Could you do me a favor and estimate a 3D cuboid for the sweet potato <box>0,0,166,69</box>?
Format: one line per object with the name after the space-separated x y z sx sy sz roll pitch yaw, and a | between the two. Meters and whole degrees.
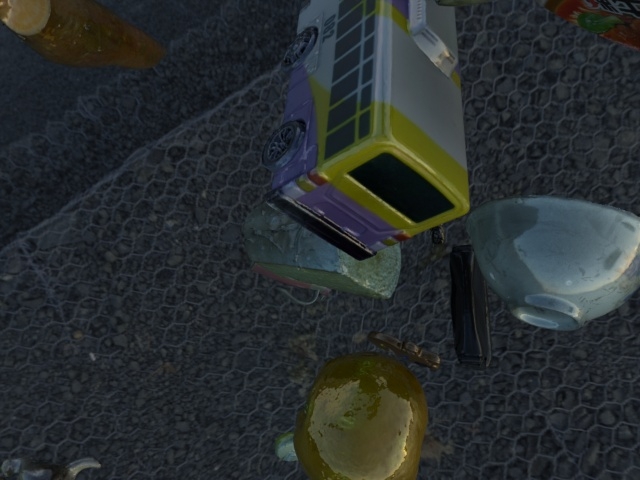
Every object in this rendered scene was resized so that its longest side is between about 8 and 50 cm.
-0.241 -0.210 0.570 0.077 0.244 0.077 1 92 14 | sweet potato

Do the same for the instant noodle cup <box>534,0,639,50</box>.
0.244 -0.255 0.352 0.250 0.250 0.192 32 103 11 | instant noodle cup

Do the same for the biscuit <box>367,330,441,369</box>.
0.253 0.338 1.694 0.236 0.180 0.039 21 71 18 | biscuit

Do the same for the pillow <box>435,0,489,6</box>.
0.315 -0.394 0.742 0.302 0.185 0.075 -31 101 -24 | pillow

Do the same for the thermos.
-0.081 0.095 1.750 0.265 0.146 0.176 28 74 -10 | thermos

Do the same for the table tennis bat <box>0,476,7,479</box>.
-0.367 0.302 0.571 0.095 0.014 0.158 41 99 -14 | table tennis bat

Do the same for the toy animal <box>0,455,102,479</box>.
-0.469 0.454 0.878 0.169 0.121 0.233 -9 33 13 | toy animal

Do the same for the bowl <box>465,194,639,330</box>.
0.380 0.061 0.909 0.313 0.313 0.146 15 70 8 | bowl

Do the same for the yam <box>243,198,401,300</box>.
-0.001 -0.005 1.084 0.271 0.202 0.201 -2 65 38 | yam

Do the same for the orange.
0.073 0.336 1.008 0.235 0.279 0.279 11 76 5 | orange

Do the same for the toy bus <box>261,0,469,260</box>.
0.082 -0.225 0.839 0.249 0.209 0.440 -25 46 39 | toy bus

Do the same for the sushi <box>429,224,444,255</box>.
0.241 -0.051 1.145 0.026 0.120 0.126 -4 55 16 | sushi

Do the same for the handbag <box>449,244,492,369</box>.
0.309 0.148 1.171 0.080 0.223 0.247 -7 72 20 | handbag

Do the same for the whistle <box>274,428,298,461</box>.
-0.056 0.577 1.605 0.104 0.057 0.198 26 121 -24 | whistle
